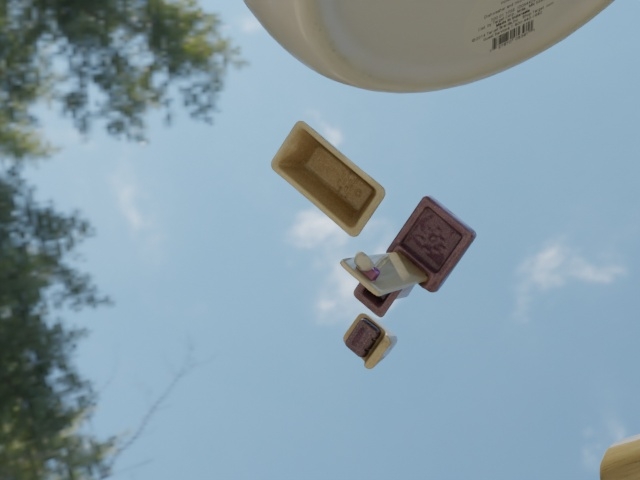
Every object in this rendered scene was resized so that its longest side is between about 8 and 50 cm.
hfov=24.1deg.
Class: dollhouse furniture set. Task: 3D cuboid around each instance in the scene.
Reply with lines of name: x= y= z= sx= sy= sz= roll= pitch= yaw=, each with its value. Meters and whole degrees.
dollhouse furniture set: x=0.000 y=0.000 z=0.775 sx=0.114 sy=0.081 sz=0.091 roll=41 pitch=-69 yaw=19

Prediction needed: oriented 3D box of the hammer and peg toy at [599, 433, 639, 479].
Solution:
hammer and peg toy: x=0.291 y=0.186 z=0.643 sx=0.127 sy=0.266 sz=0.361 roll=-29 pitch=-94 yaw=49

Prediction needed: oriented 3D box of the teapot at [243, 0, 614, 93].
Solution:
teapot: x=0.048 y=-0.206 z=0.673 sx=0.252 sy=0.256 sz=0.187 roll=-50 pitch=-126 yaw=29
